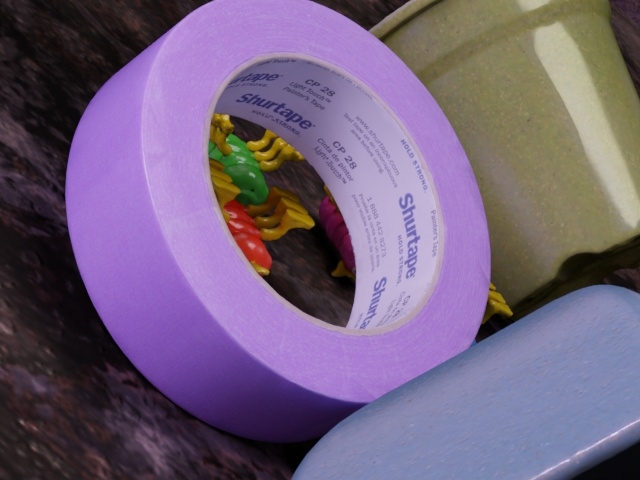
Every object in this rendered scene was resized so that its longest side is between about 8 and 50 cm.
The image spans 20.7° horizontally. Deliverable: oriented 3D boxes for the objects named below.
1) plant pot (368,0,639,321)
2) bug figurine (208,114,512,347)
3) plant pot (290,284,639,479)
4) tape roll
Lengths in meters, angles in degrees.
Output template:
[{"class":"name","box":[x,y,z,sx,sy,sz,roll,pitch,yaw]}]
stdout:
[{"class":"plant pot","box":[0.180,-0.077,1.516,0.276,0.276,0.254,-2,62,-60]},{"class":"bug figurine","box":[0.000,0.000,1.275,0.279,0.072,0.216,24,24,-31]},{"class":"plant pot","box":[0.126,0.165,0.936,0.247,0.248,0.252,56,10,-22]},{"class":"tape roll","box":[-0.021,-0.015,1.106,0.274,0.090,0.275,20,56,-33]}]
